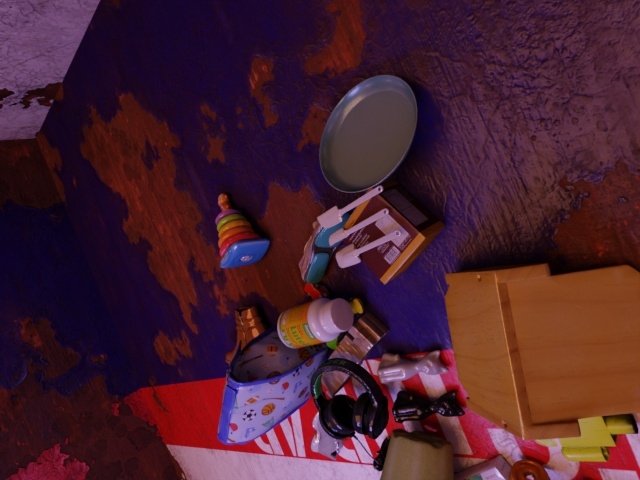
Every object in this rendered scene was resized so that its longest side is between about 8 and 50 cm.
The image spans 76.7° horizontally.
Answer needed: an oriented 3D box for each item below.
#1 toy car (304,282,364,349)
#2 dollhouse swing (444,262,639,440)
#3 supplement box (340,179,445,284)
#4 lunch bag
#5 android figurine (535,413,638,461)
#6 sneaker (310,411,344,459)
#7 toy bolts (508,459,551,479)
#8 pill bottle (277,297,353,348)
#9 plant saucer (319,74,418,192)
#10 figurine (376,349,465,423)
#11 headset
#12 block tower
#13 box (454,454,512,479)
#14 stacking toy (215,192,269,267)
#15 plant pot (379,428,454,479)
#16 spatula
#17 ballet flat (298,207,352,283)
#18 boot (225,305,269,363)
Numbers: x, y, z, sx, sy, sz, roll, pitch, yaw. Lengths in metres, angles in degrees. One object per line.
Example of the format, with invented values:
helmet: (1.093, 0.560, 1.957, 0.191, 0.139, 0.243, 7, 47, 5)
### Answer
toy car: (0.050, 0.261, 1.372, 0.238, 0.053, 0.225, 16, 115, 36)
dollhouse swing: (0.513, 0.221, 0.931, 0.315, 0.304, 0.347, 148, 113, -79)
supplement box: (0.188, -0.026, 1.107, 0.194, 0.129, 0.191, 47, 129, 17)
lunch bag: (-0.195, 0.499, 1.435, 0.238, 0.385, 0.328, 31, 124, 27)
android figurine: (0.587, 0.415, 0.983, 0.272, 0.056, 0.248, -25, 89, 40)
sneaker: (0.039, 0.717, 1.523, 0.121, 0.099, 0.263, 19, 124, 25)
toy bolts: (0.603, 0.692, 1.018, 0.228, 0.218, 0.159, -12, 114, 9)
pill bottle: (-0.016, 0.261, 1.297, 0.245, 0.136, 0.137, -26, 88, 42)
plant saucer: (0.124, -0.273, 1.059, 0.317, 0.043, 0.318, -15, 68, 42)
figurine: (0.300, 0.435, 1.214, 0.209, 0.092, 0.215, -20, 91, 34)
headset: (0.126, 0.553, 1.310, 0.243, 0.185, 0.395, -22, 94, 36)
block tower: (0.096, 0.387, 1.352, 0.097, 0.091, 0.336, 42, 127, 22)
box: (0.538, 0.799, 1.152, 0.322, 0.058, 0.232, 50, 130, 17)
stacking toy: (-0.333, -0.058, 1.536, 0.175, 0.165, 0.302, -47, 59, 43)
plant pot: (0.284, 0.705, 1.180, 0.276, 0.276, 0.254, -1, 72, 40)
spatula: (0.102, -0.033, 1.079, 0.242, 0.019, 0.168, -28, 81, 42)
ballet flat: (0.000, 0.000, 1.296, 0.316, 0.107, 0.106, -62, 37, 32)
boot: (-0.326, 0.395, 1.689, 0.283, 0.109, 0.220, -20, 93, 40)
